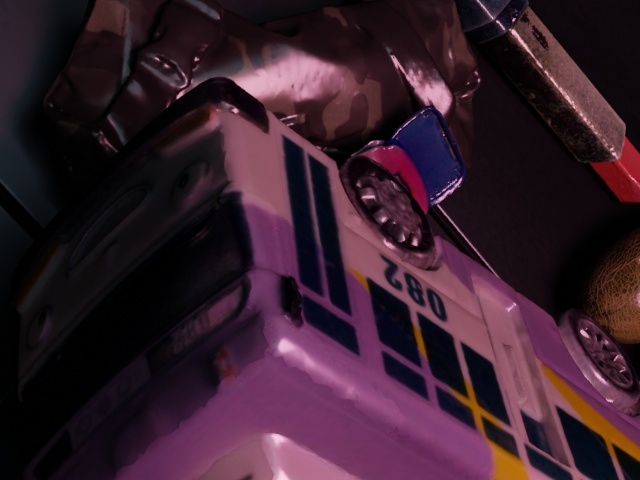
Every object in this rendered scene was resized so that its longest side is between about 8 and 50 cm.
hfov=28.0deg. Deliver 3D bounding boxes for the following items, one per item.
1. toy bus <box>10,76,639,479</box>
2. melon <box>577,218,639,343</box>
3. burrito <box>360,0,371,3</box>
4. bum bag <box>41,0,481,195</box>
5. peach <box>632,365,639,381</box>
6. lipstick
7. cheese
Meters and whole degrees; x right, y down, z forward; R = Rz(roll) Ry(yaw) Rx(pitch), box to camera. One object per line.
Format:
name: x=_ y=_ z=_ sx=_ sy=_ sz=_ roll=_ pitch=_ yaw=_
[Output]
toy bus: x=0.039 y=0.129 z=0.771 sx=0.440 sy=0.209 sz=0.249 roll=35 pitch=28 yaw=-30
melon: x=0.279 y=0.029 z=1.059 sx=0.162 sy=0.099 sz=0.099 roll=-31 pitch=98 yaw=-27
burrito: x=0.038 y=-0.225 z=0.996 sx=0.051 sy=0.042 sz=0.171 roll=-22 pitch=88 yaw=0
bum bag: x=-0.031 y=-0.111 z=0.916 sx=0.340 sy=0.095 sz=0.144 roll=-5 pitch=95 yaw=-24
peach: x=0.361 y=0.141 z=1.073 sx=0.190 sy=0.226 sz=0.196 roll=45 pitch=22 yaw=-50
lipstick: x=0.175 y=-0.149 z=1.060 sx=0.312 sy=0.051 sz=0.051 roll=46 pitch=63 yaw=-17
cheese: x=0.000 y=0.000 z=0.901 sx=0.244 sy=0.062 sz=0.155 roll=-36 pitch=126 yaw=-10
